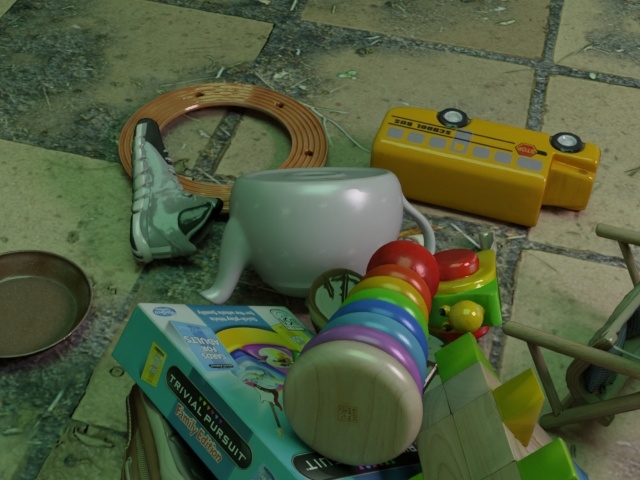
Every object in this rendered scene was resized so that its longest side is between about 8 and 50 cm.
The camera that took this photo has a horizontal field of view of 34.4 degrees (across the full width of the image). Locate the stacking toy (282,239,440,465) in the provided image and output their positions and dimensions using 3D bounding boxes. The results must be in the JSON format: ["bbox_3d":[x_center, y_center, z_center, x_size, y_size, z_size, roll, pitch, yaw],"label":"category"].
[{"bbox_3d":[0.067,0.093,1.136,0.141,0.141,0.330,12,30,10],"label":"stacking toy"}]

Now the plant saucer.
[{"bbox_3d":[-0.403,0.091,1.377,0.198,0.036,0.199,2,43,-2],"label":"plant saucer"}]

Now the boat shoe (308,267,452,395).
[{"bbox_3d":[0.100,0.162,1.281,0.302,0.098,0.109,42,63,18],"label":"boat shoe"}]

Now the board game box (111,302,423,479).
[{"bbox_3d":[-0.037,0.198,1.164,0.336,0.079,0.253,41,21,33],"label":"board game box"}]

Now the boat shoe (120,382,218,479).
[{"bbox_3d":[-0.178,0.270,1.134,0.116,0.123,0.324,-39,32,3],"label":"boat shoe"}]

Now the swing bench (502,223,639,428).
[{"bbox_3d":[0.406,0.103,1.243,0.253,0.165,0.254,-37,21,-35],"label":"swing bench"}]

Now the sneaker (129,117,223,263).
[{"bbox_3d":[-0.208,-0.074,1.506,0.132,0.086,0.229,-2,68,-3],"label":"sneaker"}]

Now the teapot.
[{"bbox_3d":[0.000,0.000,1.404,0.255,0.187,0.252,1,10,23],"label":"teapot"}]

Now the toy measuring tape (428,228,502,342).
[{"bbox_3d":[0.181,0.052,1.375,0.121,0.121,0.330,9,18,6],"label":"toy measuring tape"}]

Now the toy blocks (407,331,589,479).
[{"bbox_3d":[0.220,0.310,1.033,0.190,0.261,0.381,-34,31,16],"label":"toy blocks"}]

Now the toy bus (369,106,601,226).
[{"bbox_3d":[0.251,-0.112,1.589,0.332,0.108,0.130,14,44,11],"label":"toy bus"}]

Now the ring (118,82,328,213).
[{"bbox_3d":[-0.155,-0.149,1.661,0.336,0.032,0.337,2,41,-2],"label":"ring"}]
